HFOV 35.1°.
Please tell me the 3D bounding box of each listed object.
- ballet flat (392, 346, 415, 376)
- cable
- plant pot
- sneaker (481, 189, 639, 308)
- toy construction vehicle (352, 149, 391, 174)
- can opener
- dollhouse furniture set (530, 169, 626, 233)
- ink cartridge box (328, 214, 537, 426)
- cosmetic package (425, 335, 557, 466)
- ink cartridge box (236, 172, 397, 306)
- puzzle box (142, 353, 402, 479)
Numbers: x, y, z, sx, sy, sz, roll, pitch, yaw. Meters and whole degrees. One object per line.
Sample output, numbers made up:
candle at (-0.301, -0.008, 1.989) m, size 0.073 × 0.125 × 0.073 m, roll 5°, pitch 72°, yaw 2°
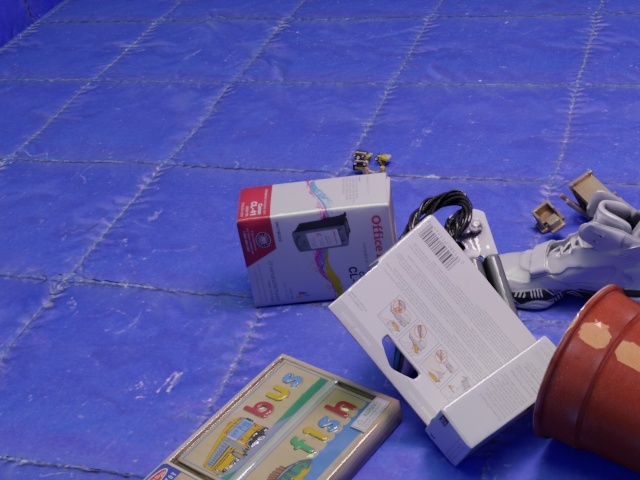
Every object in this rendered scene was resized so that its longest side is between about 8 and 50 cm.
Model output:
ballet flat at (0.217, 0.116, 1.919) m, size 0.139 × 0.139 × 0.400 m, roll -3°, pitch 33°, yaw 11°
cable at (0.221, -0.031, 1.926) m, size 0.184 × 0.047 × 0.150 m, roll -49°, pitch 24°, yaw -16°
plant pot at (0.508, 0.245, 1.534) m, size 0.265 × 0.273 × 0.272 m, roll 28°, pitch 48°, yaw 32°
sneaker at (0.471, 0.016, 1.909) m, size 0.365 × 0.210 × 0.137 m, roll 4°, pitch 35°, yaw 21°
toy construction vehicle at (0.120, -0.190, 2.480) m, size 0.098 × 0.035 × 0.086 m, roll 6°, pitch 25°, yaw 19°
can opener at (0.310, 0.062, 1.925) m, size 0.074 × 0.093 × 0.280 m, roll -9°, pitch 58°, yaw -10°
dollhouse furniture set at (0.555, -0.028, 2.096) m, size 0.161 × 0.101 × 0.182 m, roll -35°, pitch 34°, yaw 6°
ink cartridge box at (0.188, 0.149, 1.740) m, size 0.261 × 0.296 × 0.066 m, roll -40°, pitch 0°, yaw -20°
cosmetic package at (0.291, 0.261, 1.640) m, size 0.231 × 0.117 × 0.085 m, roll -33°, pitch 72°, yaw -21°
ink cartridge box at (0.000, 0.000, 2.042) m, size 0.306 × 0.226 × 0.131 m, roll -6°, pitch 34°, yaw 7°
puzzle box at (-0.087, 0.360, 1.679) m, size 0.272 × 0.052 × 0.409 m, roll 16°, pitch 41°, yaw 35°
